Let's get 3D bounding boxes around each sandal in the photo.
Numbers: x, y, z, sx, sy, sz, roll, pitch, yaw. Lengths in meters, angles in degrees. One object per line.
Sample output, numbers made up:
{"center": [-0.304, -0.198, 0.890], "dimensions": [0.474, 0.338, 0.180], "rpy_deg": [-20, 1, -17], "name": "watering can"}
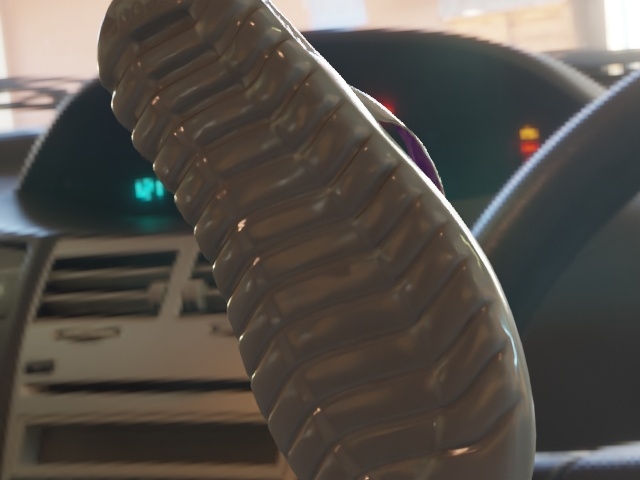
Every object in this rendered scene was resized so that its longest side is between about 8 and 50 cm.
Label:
{"center": [0.011, -0.008, 0.786], "dimensions": [0.169, 0.416, 0.102], "rpy_deg": [-37, -17, 28], "name": "sandal"}
